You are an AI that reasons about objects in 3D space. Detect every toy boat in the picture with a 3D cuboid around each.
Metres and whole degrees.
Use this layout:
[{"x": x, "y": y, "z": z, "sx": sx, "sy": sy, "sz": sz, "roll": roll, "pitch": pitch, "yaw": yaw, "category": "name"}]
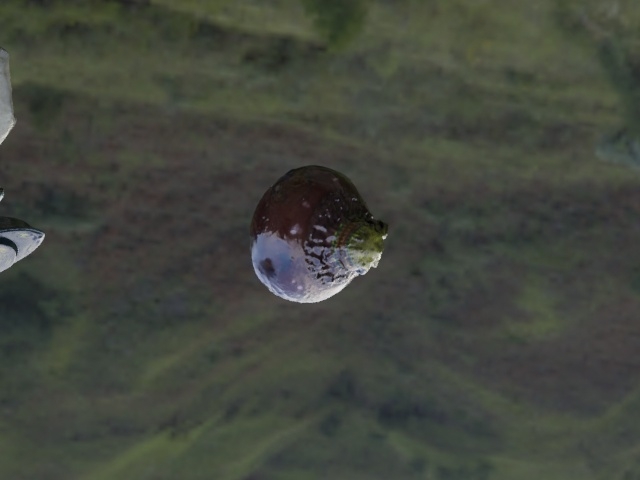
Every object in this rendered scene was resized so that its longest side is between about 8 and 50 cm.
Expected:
[{"x": -0.472, "y": 0.029, "z": 1.863, "sx": 0.246, "sy": 0.103, "sz": 0.093, "roll": -18, "pitch": 149, "yaw": -6, "category": "toy boat"}]

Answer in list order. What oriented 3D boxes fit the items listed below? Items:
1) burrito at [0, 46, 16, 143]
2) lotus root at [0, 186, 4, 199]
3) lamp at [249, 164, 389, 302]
[{"x": -0.505, "y": -0.104, "z": 1.765, "sx": 0.331, "sy": 0.135, "sz": 0.190, "roll": -32, "pitch": 175, "yaw": -17, "category": "burrito"}, {"x": -0.507, "y": -0.025, "z": 1.988, "sx": 0.088, "sy": 0.165, "sz": 0.088, "roll": 40, "pitch": 174, "yaw": 5, "category": "lotus root"}, {"x": -0.001, "y": -0.004, "z": 1.614, "sx": 0.135, "sy": 0.156, "sz": 0.157, "roll": 24, "pitch": -124, "yaw": 42, "category": "lamp"}]
